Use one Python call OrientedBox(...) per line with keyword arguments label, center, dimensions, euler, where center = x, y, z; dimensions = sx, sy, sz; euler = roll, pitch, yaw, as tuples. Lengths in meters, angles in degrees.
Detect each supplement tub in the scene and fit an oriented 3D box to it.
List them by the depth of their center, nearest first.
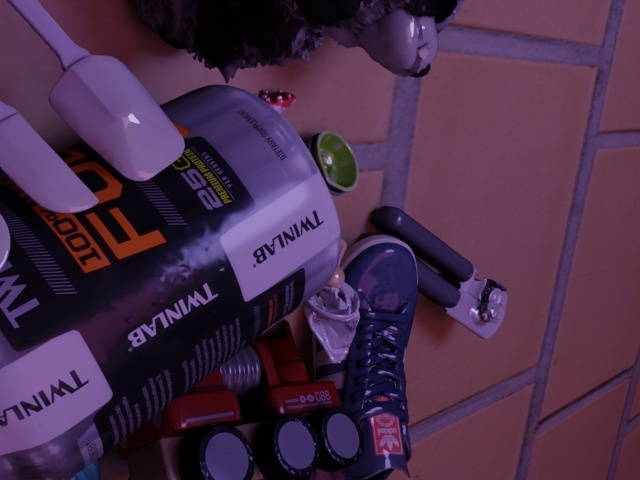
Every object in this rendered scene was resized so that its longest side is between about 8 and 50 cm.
OrientedBox(label="supplement tub", center=(-0.154, 0.032, 0.488), dimensions=(0.316, 0.193, 0.194), euler=(-36, 128, -31))

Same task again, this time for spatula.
OrientedBox(label="spatula", center=(-0.214, -0.104, 0.403), dimensions=(0.168, 0.019, 0.242), euler=(-41, 89, -26))

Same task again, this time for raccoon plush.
OrientedBox(label="raccoon plush", center=(0.001, -0.329, 0.509), dimensions=(0.299, 0.216, 0.447), euler=(-38, 129, -39))

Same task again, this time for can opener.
OrientedBox(label="can opener", center=(0.150, 0.047, 0.888), dimensions=(0.280, 0.093, 0.074), euler=(34, 79, -38))

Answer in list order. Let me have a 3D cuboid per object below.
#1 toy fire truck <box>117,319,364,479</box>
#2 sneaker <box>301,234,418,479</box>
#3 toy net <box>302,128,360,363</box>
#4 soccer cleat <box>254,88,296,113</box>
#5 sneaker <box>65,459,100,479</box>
OrientedBox(label="toy fire truck", center=(-0.078, 0.112, 0.656), dimensions=(0.217, 0.158, 0.247), euler=(5, 59, -46))
OrientedBox(label="sneaker", center=(0.056, 0.173, 0.758), dimensions=(0.131, 0.148, 0.350), euler=(6, 103, -24))
OrientedBox(label="toy net", center=(0.000, 0.000, 0.664), dimensions=(0.122, 0.045, 0.232), euler=(10, 65, -52))
OrientedBox(label="soccer cleat", center=(-0.058, -0.117, 0.648), dimensions=(0.083, 0.029, 0.036), euler=(-30, 133, -30))
OrientedBox(label="sneaker", center=(-0.229, 0.295, 0.577), dimensions=(0.107, 0.110, 0.276), euler=(4, 102, -46))
